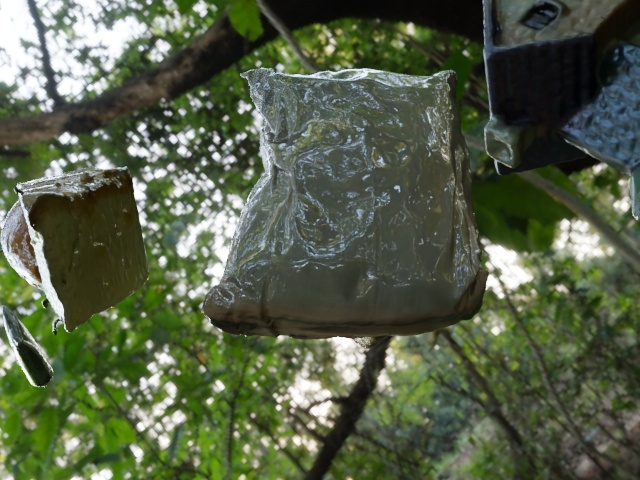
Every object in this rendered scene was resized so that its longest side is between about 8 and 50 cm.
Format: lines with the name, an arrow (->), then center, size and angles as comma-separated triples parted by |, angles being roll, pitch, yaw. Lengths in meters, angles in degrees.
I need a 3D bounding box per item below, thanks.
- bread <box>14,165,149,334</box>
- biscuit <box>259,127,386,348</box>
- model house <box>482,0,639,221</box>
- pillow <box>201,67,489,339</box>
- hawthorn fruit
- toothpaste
bread -> -0.149, 0.009, 0.484 | 0.080, 0.084, 0.109 | -9, 11, 15
biscuit -> 0.000, 0.001, 1.267 | 0.046, 0.359, 0.359 | -27, -24, -7
model house -> 0.334, -0.182, 1.027 | 0.280, 0.312, 0.245 | -41, -35, -18
pillow -> 0.020, -0.041, 0.600 | 0.174, 0.270, 0.067 | 4, -46, -4
hawthorn fruit -> -0.262, -0.006, 0.908 | 0.125, 0.140, 0.125 | -9, -75, -39
toothpaste -> -0.344, 0.134, 1.048 | 0.032, 0.049, 0.204 | -23, -22, -16
